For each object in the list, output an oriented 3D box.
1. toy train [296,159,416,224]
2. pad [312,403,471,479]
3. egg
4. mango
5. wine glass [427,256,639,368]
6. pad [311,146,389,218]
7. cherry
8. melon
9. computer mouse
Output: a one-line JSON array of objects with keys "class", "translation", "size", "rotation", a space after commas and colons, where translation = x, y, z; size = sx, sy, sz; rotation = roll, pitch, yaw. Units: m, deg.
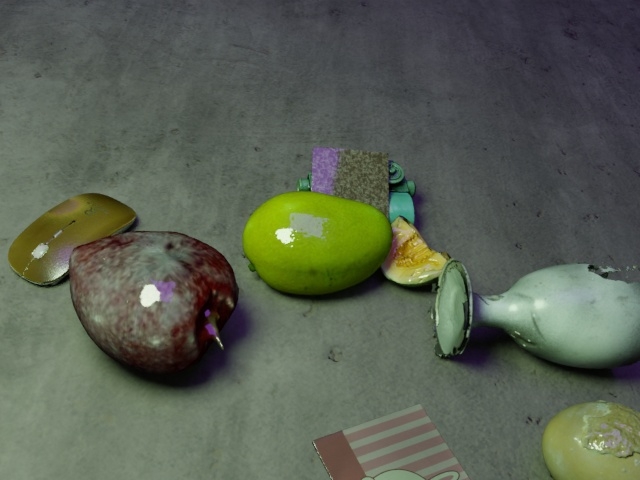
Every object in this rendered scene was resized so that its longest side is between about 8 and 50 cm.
[{"class": "toy train", "translation": [0.079, -0.077, 1.493], "size": [0.248, 0.101, 0.159], "rotation": [-1, 57, -12]}, {"class": "pad", "translation": [0.140, 0.381, 1.069], "size": [0.202, 0.005, 0.299], "rotation": [-12, 47, -24]}, {"class": "egg", "translation": [0.427, 0.319, 1.087], "size": [0.202, 0.164, 0.164], "rotation": [23, 43, 5]}, {"class": "mango", "translation": [-0.003, 0.007, 1.327], "size": [0.273, 0.149, 0.185], "rotation": [7, 64, -7]}, {"class": "wine glass", "translation": [0.380, 0.125, 1.273], "size": [0.357, 0.190, 0.190], "rotation": [1, 43, -7]}, {"class": "pad", "translation": [0.057, -0.067, 1.440], "size": [0.158, 0.003, 0.234], "rotation": [4, 76, -11]}, {"class": "cherry", "translation": [-0.261, 0.087, 1.150], "size": [0.300, 0.203, 0.230], "rotation": [24, 47, 14]}, {"class": "melon", "translation": [0.171, 0.040, 1.403], "size": [0.128, 0.079, 0.160], "rotation": [-33, 56, -12]}, {"class": "computer mouse", "translation": [-0.440, -0.012, 1.327], "size": [0.126, 0.056, 0.245], "rotation": [28, 46, 18]}]
